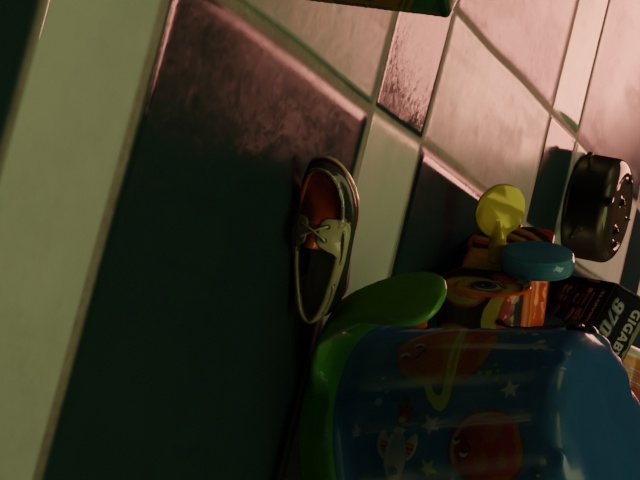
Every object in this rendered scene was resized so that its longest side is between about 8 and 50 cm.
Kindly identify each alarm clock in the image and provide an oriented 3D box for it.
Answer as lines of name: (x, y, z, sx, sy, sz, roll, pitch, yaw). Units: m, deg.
alarm clock: (0.348, -0.036, 2.036, 0.192, 0.064, 0.129, 26, 76, -69)

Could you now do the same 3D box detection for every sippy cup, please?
sippy cup: (0.138, 0.169, 1.362, 0.305, 0.224, 0.240, 22, 63, -51)

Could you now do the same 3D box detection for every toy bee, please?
toy bee: (0.164, 0.043, 1.582, 0.298, 0.162, 0.195, 126, -32, -87)

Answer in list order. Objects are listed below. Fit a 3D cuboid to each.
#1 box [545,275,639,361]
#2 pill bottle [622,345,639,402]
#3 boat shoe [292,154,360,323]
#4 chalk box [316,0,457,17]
box: (0.226, 0.140, 1.666, 0.220, 0.051, 0.175, -60, -165, -6)
pill bottle: (0.316, 0.227, 2.005, 0.121, 0.121, 0.216, 40, 65, -64)
boat shoe: (0.000, 0.000, 1.284, 0.043, 0.049, 0.137, -44, 144, -49)
chalk box: (0.034, -0.276, 1.124, 0.132, 0.132, 0.213, -64, 151, -31)
